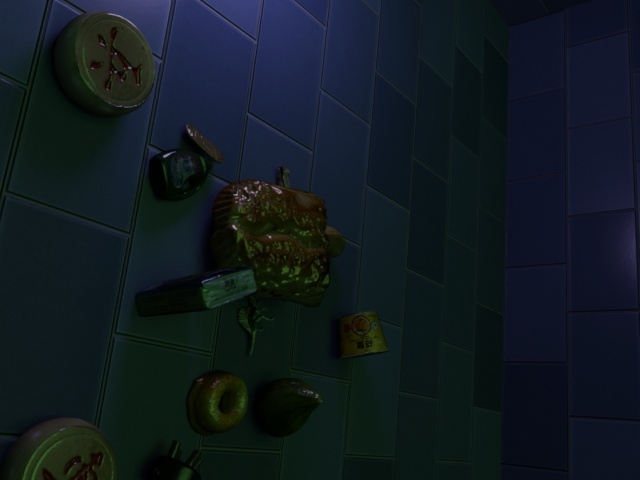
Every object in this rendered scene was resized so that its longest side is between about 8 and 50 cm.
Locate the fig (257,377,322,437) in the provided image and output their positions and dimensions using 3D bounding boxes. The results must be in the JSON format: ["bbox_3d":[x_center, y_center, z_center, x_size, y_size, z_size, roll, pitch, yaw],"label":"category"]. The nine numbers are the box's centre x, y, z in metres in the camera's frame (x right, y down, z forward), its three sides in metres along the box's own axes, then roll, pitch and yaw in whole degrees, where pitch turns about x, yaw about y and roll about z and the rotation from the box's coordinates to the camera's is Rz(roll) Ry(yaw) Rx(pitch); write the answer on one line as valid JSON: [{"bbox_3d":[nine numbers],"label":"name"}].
[{"bbox_3d":[-0.101,0.476,1.929,0.167,0.233,0.167,9,55,-13],"label":"fig"}]

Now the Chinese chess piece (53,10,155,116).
[{"bbox_3d":[-0.520,-0.426,1.602,0.249,0.103,0.250,7,81,-52],"label":"Chinese chess piece"}]

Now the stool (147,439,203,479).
[{"bbox_3d":[-0.345,0.596,1.652,0.121,0.125,0.217,-63,140,-39],"label":"stool"}]

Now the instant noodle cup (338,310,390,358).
[{"bbox_3d":[0.139,0.328,2.288,0.182,0.182,0.144,7,69,-52],"label":"instant noodle cup"}]

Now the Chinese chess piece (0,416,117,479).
[{"bbox_3d":[-0.555,0.507,1.410,0.250,0.097,0.251,11,76,-50],"label":"Chinese chess piece"}]

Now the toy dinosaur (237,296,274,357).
[{"bbox_3d":[-0.205,0.239,1.960,0.106,0.044,0.187,41,66,-25],"label":"toy dinosaur"}]

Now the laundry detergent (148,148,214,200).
[{"bbox_3d":[-0.366,-0.184,1.797,0.211,0.063,0.137,-23,107,-54],"label":"laundry detergent"}]

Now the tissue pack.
[{"bbox_3d":[-0.311,0.127,1.655,0.185,0.257,0.081,-19,97,-52],"label":"tissue pack"}]

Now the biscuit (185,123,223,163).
[{"bbox_3d":[-0.327,-0.272,1.861,0.147,0.018,0.071,42,23,-28],"label":"biscuit"}]

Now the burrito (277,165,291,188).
[{"bbox_3d":[-0.113,-0.155,2.136,0.051,0.042,0.171,-8,88,-56],"label":"burrito"}]

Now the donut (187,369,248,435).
[{"bbox_3d":[-0.271,0.444,1.806,0.190,0.074,0.174,8,78,-52],"label":"donut"}]

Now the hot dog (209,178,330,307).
[{"bbox_3d":[-0.161,0.002,1.929,0.365,0.196,0.367,14,67,-46],"label":"hot dog"}]

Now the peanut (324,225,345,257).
[{"bbox_3d":[0.000,0.000,2.205,0.263,0.117,0.101,7,43,-55],"label":"peanut"}]
